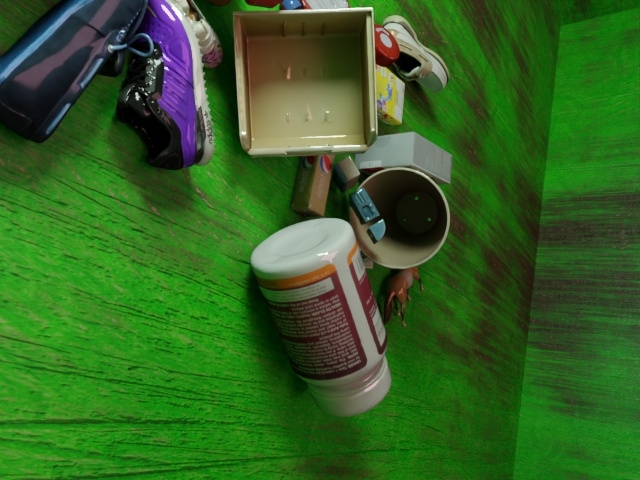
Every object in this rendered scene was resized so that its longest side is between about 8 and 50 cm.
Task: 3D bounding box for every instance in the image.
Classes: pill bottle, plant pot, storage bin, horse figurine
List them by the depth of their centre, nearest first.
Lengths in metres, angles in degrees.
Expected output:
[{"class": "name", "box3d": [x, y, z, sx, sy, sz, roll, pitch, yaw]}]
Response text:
[{"class": "storage bin", "box3d": [-0.029, -0.305, 1.034, 0.123, 0.263, 0.260, -139, -133, -87]}, {"class": "pill bottle", "box3d": [0.015, 0.169, 1.126, 0.224, 0.224, 0.391, -41, 121, -44]}, {"class": "plant pot", "box3d": [0.240, -0.070, 1.426, 0.274, 0.257, 0.256, -19, 105, -68]}, {"class": "horse figurine", "box3d": [0.243, 0.139, 1.543, 0.263, 0.066, 0.174, -50, 132, -43]}]

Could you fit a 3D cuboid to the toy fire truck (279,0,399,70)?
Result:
[{"class": "toy fire truck", "box3d": [0.021, -0.463, 1.216, 0.253, 0.169, 0.302, 52, 46, -6]}]

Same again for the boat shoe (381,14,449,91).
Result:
[{"class": "boat shoe", "box3d": [0.277, -0.532, 1.564, 0.302, 0.113, 0.103, 30, 67, -36]}]

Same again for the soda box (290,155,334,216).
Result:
[{"class": "soda box", "box3d": [-0.016, -0.149, 1.222, 0.061, 0.058, 0.181, 27, 68, -48]}]

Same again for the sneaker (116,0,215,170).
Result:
[{"class": "sneaker", "box3d": [-0.273, -0.257, 0.861, 0.146, 0.102, 0.293, -27, 110, -48]}]

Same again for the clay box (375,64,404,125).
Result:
[{"class": "clay box", "box3d": [0.159, -0.417, 1.447, 0.222, 0.053, 0.127, 14, 79, -52]}]

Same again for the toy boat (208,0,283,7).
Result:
[{"class": "toy boat", "box3d": [-0.170, -0.507, 0.969, 0.151, 0.151, 0.231, -22, 75, -49]}]

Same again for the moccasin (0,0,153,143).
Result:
[{"class": "moccasin", "box3d": [-0.349, -0.287, 0.770, 0.342, 0.138, 0.116, -54, 135, -19]}]

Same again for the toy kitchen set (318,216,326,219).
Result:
[{"class": "toy kitchen set", "box3d": [0.000, 0.000, 1.201, 0.083, 0.075, 0.068, 54, 16, 5]}]

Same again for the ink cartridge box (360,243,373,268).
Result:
[{"class": "ink cartridge box", "box3d": [0.120, 0.051, 1.415, 0.048, 0.028, 0.083, 6, 85, -51]}]

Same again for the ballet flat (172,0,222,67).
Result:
[{"class": "ballet flat", "box3d": [-0.243, -0.398, 0.917, 0.077, 0.079, 0.221, -44, 126, -12]}]

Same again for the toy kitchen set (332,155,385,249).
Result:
[{"class": "toy kitchen set", "box3d": [0.048, -0.064, 1.256, 0.166, 0.122, 0.207, -30, 84, -5]}]

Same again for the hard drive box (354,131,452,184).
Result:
[{"class": "hard drive box", "box3d": [0.231, -0.218, 1.438, 0.232, 0.181, 0.089, 12, 81, -50]}]
